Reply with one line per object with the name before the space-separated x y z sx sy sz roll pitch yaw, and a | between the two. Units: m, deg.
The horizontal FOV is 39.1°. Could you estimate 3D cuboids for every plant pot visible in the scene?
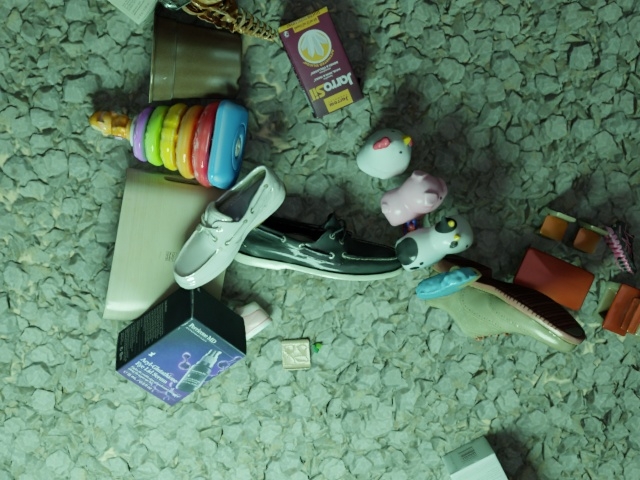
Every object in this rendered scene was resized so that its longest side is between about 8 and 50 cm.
plant pot | -0.235 -0.335 1.690 0.165 0.167 0.167 3 98 -11

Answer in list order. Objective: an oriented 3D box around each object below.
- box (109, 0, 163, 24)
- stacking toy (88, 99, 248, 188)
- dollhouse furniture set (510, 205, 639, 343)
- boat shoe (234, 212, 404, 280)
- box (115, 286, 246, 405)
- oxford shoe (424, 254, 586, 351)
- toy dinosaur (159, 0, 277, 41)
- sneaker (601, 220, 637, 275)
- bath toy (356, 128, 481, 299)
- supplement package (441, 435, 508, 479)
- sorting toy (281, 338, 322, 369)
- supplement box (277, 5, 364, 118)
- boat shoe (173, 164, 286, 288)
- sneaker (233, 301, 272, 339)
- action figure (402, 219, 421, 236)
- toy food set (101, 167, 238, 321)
box | -0.408 -0.521 1.669 0.275 0.113 0.094 38 103 -9
stacking toy | -0.300 -0.201 1.718 0.302 0.175 0.166 11 95 7
dollhouse furniture set | 0.513 0.097 1.799 0.259 0.135 0.262 22 96 -6
boat shoe | 0.000 -0.001 1.763 0.340 0.127 0.113 8 110 5
box | -0.268 0.199 1.735 0.207 0.108 0.153 -36 126 20
oxford shoe | 0.348 0.143 1.738 0.123 0.348 0.130 4 110 -45
toy dinosaur | -0.214 -0.479 1.634 0.322 0.164 0.218 52 53 -43
sneaker | 0.625 0.014 1.844 0.057 0.047 0.119 -30 100 -10
bath toy | 0.184 -0.065 1.713 0.151 0.129 0.348 -24 78 -2
supplement package | 0.342 0.519 1.867 0.105 0.105 0.179 -28 98 1
sorting toy | -0.037 0.233 1.851 0.083 0.012 0.062 -3 94 1
supplement box | 0.000 -0.340 1.735 0.104 0.081 0.188 -24 99 0
boat shoe | -0.185 -0.034 1.681 0.098 0.096 0.277 36 80 29
sneaker | -0.168 0.175 1.819 0.134 0.051 0.070 -37 91 4
action figure | 0.183 -0.037 1.817 0.038 0.030 0.115 -5 103 3
toy food set | -0.298 0.023 1.779 0.219 0.092 0.306 9 99 -16
